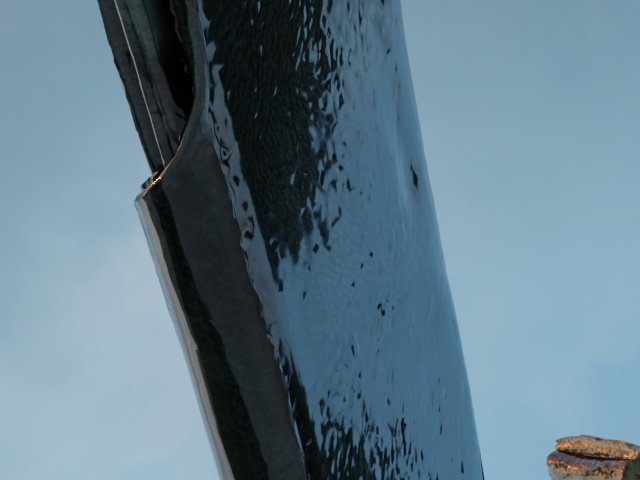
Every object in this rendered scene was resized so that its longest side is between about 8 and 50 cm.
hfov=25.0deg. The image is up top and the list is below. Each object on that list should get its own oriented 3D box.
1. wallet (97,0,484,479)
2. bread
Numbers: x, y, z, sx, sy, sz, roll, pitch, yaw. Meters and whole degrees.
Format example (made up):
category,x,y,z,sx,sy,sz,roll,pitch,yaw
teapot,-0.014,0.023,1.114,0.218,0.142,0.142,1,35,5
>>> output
category,x,y,z,sx,sy,sz,roll,pitch,yaw
wallet,0.000,0.000,0.406,0.045,0.318,0.172,-6,-161,18
bread,0.172,0.135,0.850,0.083,0.047,0.036,-2,-102,64
